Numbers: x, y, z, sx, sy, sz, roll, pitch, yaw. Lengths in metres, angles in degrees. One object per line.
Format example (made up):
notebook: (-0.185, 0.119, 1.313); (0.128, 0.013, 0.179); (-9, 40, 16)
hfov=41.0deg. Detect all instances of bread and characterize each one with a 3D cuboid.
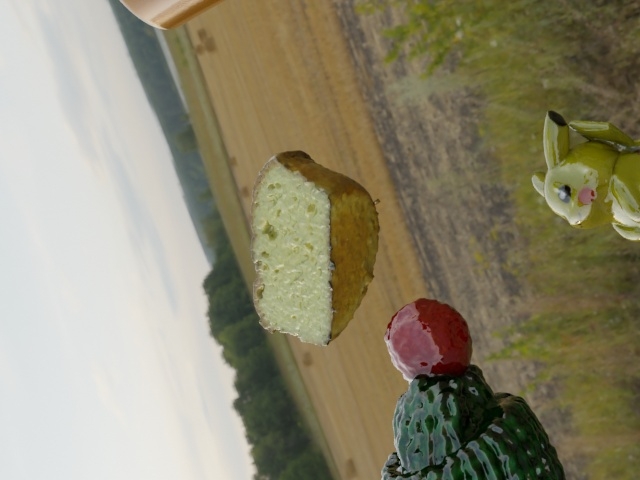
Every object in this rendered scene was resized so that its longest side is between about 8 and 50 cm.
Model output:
bread: (0.000, 0.000, 1.462); (0.194, 0.179, 0.340); (20, 121, 35)

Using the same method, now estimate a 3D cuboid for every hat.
hat: (0.168, 0.245, 1.158); (0.274, 0.242, 0.332); (131, 116, -84)

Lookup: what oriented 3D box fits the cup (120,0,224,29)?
cup: (-0.082, -0.336, 0.863); (0.182, 0.264, 0.226); (59, -151, -13)

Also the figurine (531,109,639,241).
figurine: (0.510, -0.100, 1.475); (0.218, 0.326, 0.169); (67, -141, -53)
